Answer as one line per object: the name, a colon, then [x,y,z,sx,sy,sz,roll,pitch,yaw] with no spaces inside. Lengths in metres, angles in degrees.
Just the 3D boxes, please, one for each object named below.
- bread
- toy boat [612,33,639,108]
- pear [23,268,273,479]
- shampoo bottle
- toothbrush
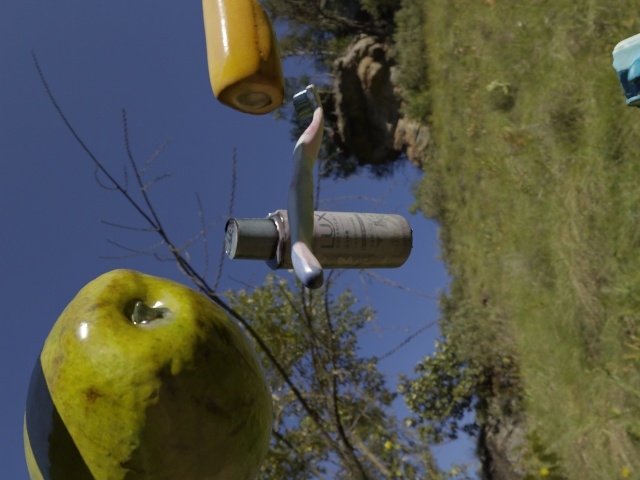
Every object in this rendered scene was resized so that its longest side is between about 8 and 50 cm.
bread: [-0.058,-0.152,0.515,0.062,0.049,0.103,13,-122,-41]
toy boat: [0.335,-0.168,0.555,0.215,0.088,0.102,-1,-95,-28]
pear: [-0.175,0.174,0.667,0.253,0.253,0.307,-25,-44,-39]
shampoo bottle: [0.000,0.000,0.725,0.214,0.072,0.072,1,-71,-29]
toothbrush: [-0.009,-0.052,0.450,0.027,0.269,0.021,-30,-61,18]
